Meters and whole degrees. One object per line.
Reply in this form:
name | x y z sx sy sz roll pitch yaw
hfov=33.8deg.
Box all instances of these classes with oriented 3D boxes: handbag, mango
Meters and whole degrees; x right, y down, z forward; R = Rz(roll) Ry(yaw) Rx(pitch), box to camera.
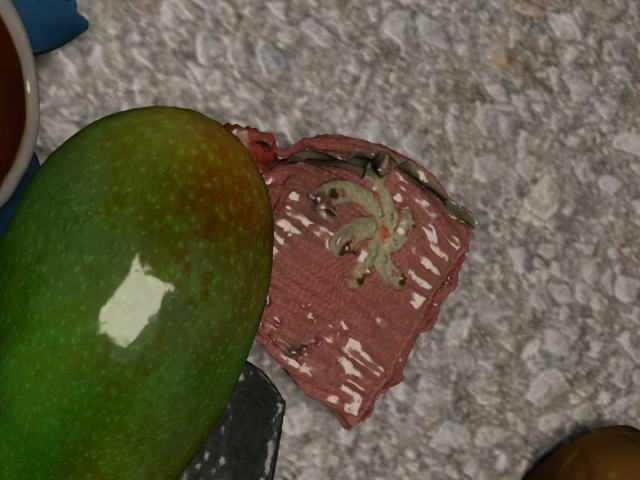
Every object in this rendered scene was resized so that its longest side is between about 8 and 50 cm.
handbag | -0.130 0.205 0.901 0.175 0.089 0.270 12 86 -9
mango | -0.157 0.080 0.766 0.201 0.225 0.382 26 81 -21

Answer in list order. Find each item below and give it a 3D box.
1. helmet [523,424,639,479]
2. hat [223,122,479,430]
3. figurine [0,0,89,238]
helmet | 0.298 0.292 1.001 0.198 0.130 0.224 -17 96 -13
hat | 0.000 0.000 0.923 0.286 0.107 0.236 39 69 -18
figurine | -0.330 -0.112 0.790 0.298 0.243 0.416 -2 70 -8
